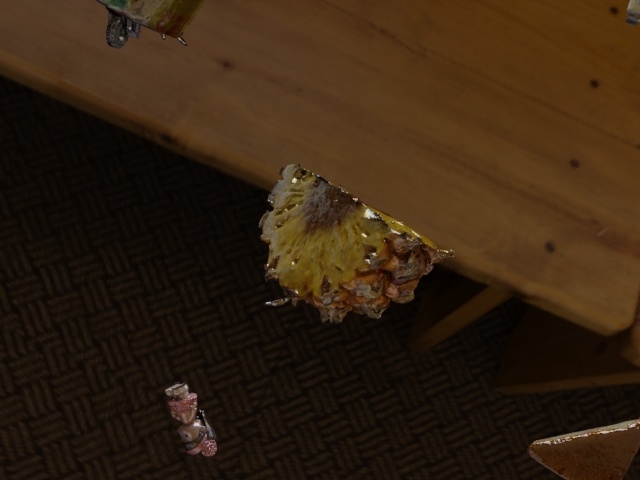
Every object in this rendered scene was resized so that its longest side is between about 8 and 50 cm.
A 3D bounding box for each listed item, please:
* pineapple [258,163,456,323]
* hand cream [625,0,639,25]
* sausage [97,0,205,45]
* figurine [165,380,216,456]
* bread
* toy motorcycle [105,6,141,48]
[{"bbox_3d":[0.011,0.019,0.813,0.079,0.233,0.135,28,92,-36],"label":"pineapple"},{"bbox_3d":[0.395,-0.309,1.025,0.035,0.022,0.102,24,85,-20],"label":"hand cream"},{"bbox_3d":[-0.072,-0.303,0.655,0.125,0.317,0.117,33,23,-24],"label":"sausage"},{"bbox_3d":[-0.212,0.297,1.415,0.054,0.072,0.129,-20,92,-48],"label":"figurine"},{"bbox_3d":[0.237,0.189,0.723,0.109,0.043,0.062,-21,78,21],"label":"bread"},{"bbox_3d":[-0.323,-0.435,1.434,0.082,0.213,0.122,24,34,17],"label":"toy motorcycle"}]
